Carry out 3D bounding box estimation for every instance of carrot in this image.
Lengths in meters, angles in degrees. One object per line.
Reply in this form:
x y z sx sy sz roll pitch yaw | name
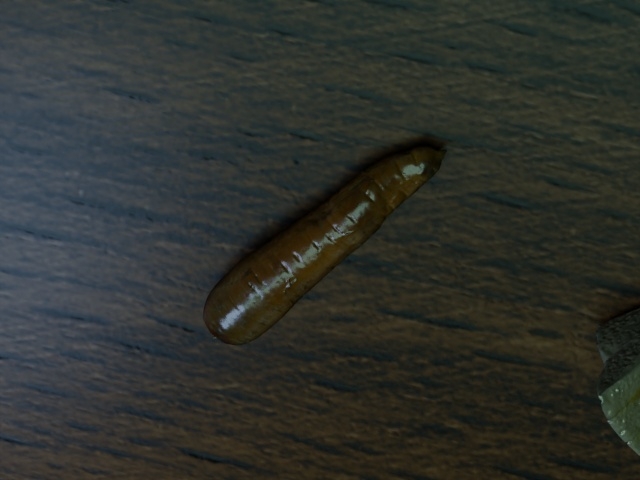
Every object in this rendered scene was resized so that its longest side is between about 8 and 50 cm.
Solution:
0.000 0.000 1.536 0.248 0.059 0.059 -40 104 18 | carrot

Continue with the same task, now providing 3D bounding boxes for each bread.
0.295 0.090 1.510 0.152 0.105 0.077 -28 114 18 | bread
